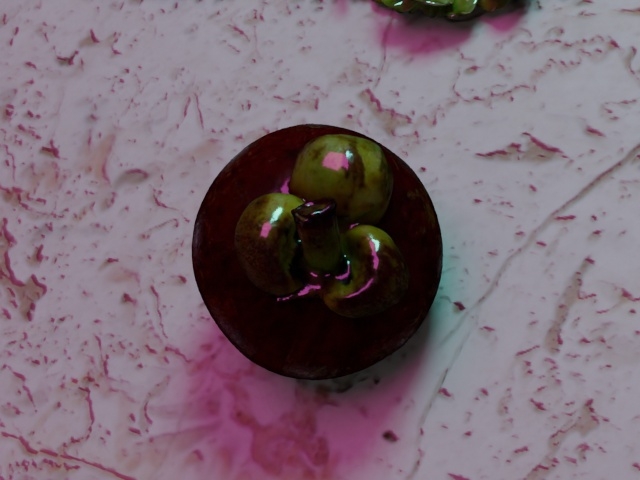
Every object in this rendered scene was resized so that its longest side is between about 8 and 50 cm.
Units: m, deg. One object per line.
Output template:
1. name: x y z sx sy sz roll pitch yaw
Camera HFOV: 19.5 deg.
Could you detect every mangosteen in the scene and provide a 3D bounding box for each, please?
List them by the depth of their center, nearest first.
1. mangosteen: 0.000 0.000 1.536 0.215 0.257 0.215 1 74 -4

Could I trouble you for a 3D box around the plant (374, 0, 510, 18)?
1. plant: 0.092 -0.342 1.716 0.306 0.297 0.261 43 118 19
